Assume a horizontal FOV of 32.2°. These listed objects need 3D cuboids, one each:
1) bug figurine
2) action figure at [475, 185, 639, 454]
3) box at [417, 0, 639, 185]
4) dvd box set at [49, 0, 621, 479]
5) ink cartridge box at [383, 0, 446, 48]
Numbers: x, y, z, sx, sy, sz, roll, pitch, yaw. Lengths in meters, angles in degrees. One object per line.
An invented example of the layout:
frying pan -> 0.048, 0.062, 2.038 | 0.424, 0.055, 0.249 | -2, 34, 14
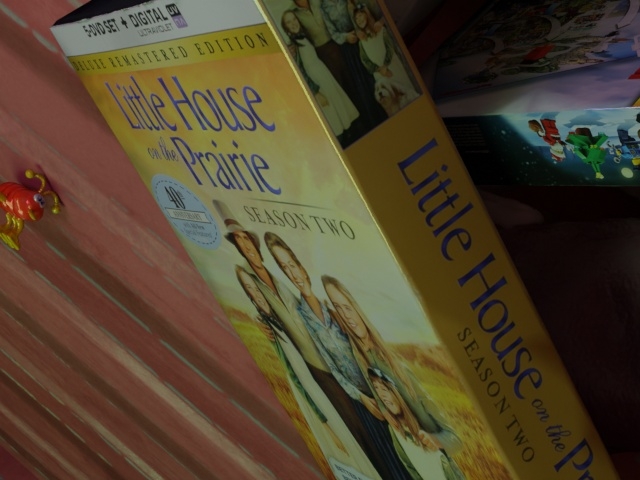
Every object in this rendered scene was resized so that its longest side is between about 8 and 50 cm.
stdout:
bug figurine -> -0.420, -0.124, 1.263 | 0.216, 0.072, 0.279 | 21, 148, 43
action figure -> 0.275, 0.035, 0.583 | 0.370, 0.248, 0.276 | -22, 85, 58
box -> 0.154, -0.089, 0.542 | 0.233, 0.159, 0.044 | 4, 130, 48
dvd box set -> 0.014, 0.034, 0.652 | 0.307, 0.062, 0.420 | 12, 135, 60
ink cartridge box -> 0.009, -0.238, 0.555 | 0.226, 0.131, 0.306 | 43, 149, 1
